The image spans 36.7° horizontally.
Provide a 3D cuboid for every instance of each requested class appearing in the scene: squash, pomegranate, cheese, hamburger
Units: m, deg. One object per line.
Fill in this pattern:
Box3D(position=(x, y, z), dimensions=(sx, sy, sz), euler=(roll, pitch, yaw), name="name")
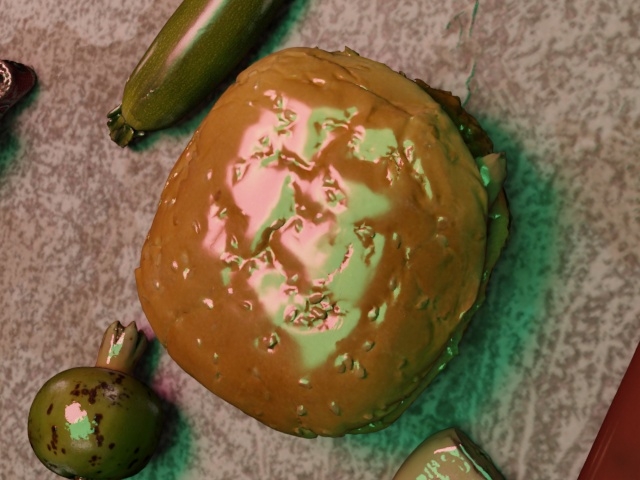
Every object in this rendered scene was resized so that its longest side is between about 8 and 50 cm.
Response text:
Box3D(position=(-0.081, -0.195, 0.812), dimensions=(0.318, 0.071, 0.080), euler=(-53, 30, 16), name="squash")
Box3D(position=(-0.186, 0.138, 0.827), dimensions=(0.115, 0.114, 0.142), euler=(3, 65, 24), name="pomegranate")
Box3D(position=(0.065, 0.234, 0.740), dimensions=(0.192, 0.037, 0.097), euler=(-46, 70, 14), name="cheese")
Box3D(position=(-0.001, 0.000, 0.728), dimensions=(0.260, 0.145, 0.283), euler=(26, 92, 26), name="hamburger")

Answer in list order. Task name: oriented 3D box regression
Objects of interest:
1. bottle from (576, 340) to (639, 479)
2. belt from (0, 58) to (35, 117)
Box3D(position=(0.264, 0.087, 0.607), dimensions=(0.144, 0.144, 0.336), euler=(23, 95, 23), name="bottle")
Box3D(position=(-0.366, -0.086, 0.940), dimensions=(0.071, 0.053, 0.232), euler=(45, 104, 24), name="belt")
